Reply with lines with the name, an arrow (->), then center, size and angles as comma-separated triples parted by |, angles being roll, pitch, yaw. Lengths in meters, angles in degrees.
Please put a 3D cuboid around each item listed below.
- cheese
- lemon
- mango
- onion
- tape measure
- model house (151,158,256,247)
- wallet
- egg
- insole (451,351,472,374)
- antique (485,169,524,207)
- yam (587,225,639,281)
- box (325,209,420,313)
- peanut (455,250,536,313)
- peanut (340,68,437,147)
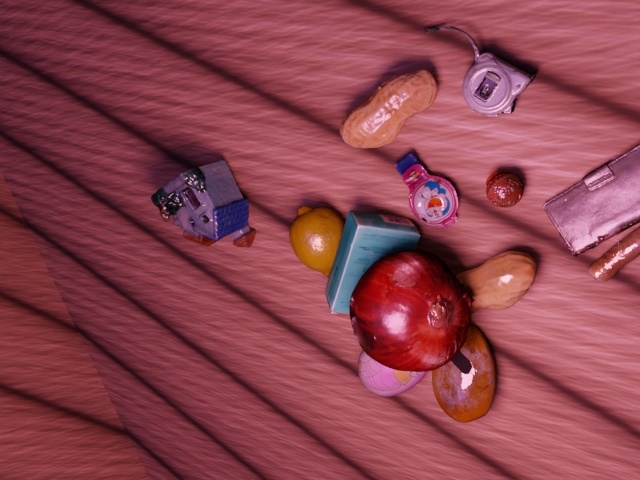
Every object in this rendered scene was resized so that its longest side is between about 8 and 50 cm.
cheese -> 0.307, -0.142, 1.670 | 0.155, 0.062, 0.244 | -37, 85, 37
lemon -> 0.000, 0.000, 1.833 | 0.184, 0.184, 0.248 | -16, 103, 34
mango -> 0.432, 0.387, 1.730 | 0.193, 0.146, 0.316 | -4, 84, 35
onion -> 0.231, 0.194, 1.587 | 0.341, 0.341, 0.341 | 11, 111, 28
tape measure -> 0.381, -0.449, 1.508 | 0.330, 0.084, 0.164 | 34, 116, 16
model house -> -0.398, -0.079, 2.026 | 0.295, 0.252, 0.329 | -26, 98, 35
wallet -> 0.728, -0.107, 1.419 | 0.317, 0.044, 0.169 | -39, 72, 37
egg -> 0.239, 0.381, 1.806 | 0.271, 0.196, 0.196 | -34, 87, 42
insole -> 0.392, 0.329, 1.687 | 0.053, 0.002, 0.152 | -53, 47, 16
antique -> 0.494, -0.135, 1.536 | 0.104, 0.104, 0.104 | 11, 111, 28
yam -> 0.794, 0.001, 1.421 | 0.066, 0.066, 0.299 | 48, 125, 9
box -> 0.150, 0.074, 1.748 | 0.205, 0.118, 0.311 | 8, 117, -14
peanut -> 0.471, 0.138, 1.620 | 0.319, 0.147, 0.147 | -36, 86, 39
peanut -> 0.191, -0.369, 1.624 | 0.313, 0.149, 0.149 | -38, 85, 30
